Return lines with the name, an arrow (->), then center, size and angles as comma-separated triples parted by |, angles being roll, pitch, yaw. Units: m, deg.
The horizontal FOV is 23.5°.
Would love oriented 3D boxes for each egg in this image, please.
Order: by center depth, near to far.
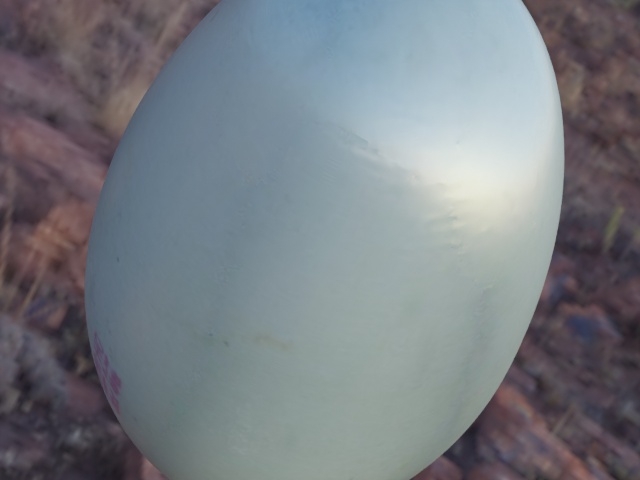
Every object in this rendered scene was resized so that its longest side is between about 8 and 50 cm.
egg -> 0.000, 0.000, 0.782 | 0.230, 0.371, 0.230 | 9, 49, -10
